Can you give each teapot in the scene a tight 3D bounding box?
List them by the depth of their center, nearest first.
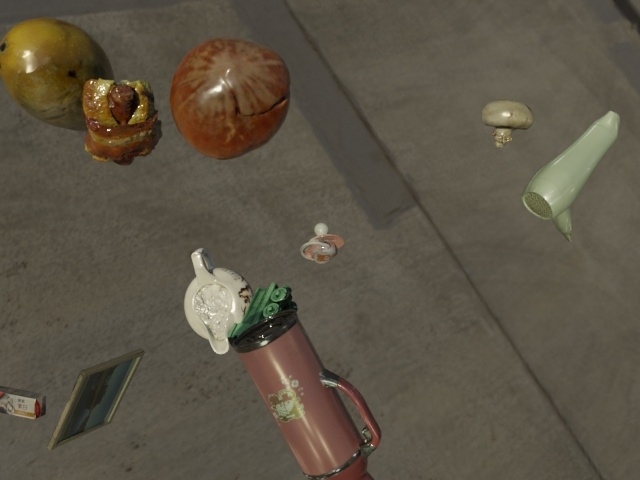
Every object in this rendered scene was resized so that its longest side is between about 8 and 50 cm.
[{"bbox_3d":[-0.304,0.167,1.943,0.299,0.208,0.166,68,23,0],"label":"teapot"}]

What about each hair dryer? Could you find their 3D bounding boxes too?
[{"bbox_3d":[0.440,-0.080,1.162,0.206,0.237,0.075,-44,54,-12],"label":"hair dryer"}]

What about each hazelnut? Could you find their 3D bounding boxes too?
[{"bbox_3d":[-0.134,-0.213,0.967,0.182,0.182,0.182,19,54,-28],"label":"hazelnut"}]

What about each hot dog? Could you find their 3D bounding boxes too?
[{"bbox_3d":[-0.365,-0.209,1.240,0.146,0.213,0.103,-8,66,-15],"label":"hot dog"}]

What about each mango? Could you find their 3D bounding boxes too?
[{"bbox_3d":[-0.495,-0.308,1.306,0.177,0.329,0.175,19,80,-2],"label":"mango"}]

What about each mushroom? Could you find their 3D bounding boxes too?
[{"bbox_3d":[0.306,-0.192,1.113,0.085,0.085,0.079,-1,101,-38],"label":"mushroom"}]

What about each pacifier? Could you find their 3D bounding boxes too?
[{"bbox_3d":[0.000,0.000,1.303,0.082,0.099,0.078,6,60,-18],"label":"pacifier"}]

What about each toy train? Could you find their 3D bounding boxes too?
[{"bbox_3d":[-0.122,0.166,1.468,0.170,0.111,0.071,-66,145,-37],"label":"toy train"}]

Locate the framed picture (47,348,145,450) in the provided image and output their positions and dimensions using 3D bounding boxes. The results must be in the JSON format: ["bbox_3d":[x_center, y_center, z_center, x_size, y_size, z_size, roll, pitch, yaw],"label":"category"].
[{"bbox_3d":[-0.313,0.221,0.943,0.011,0.149,0.109,39,25,21],"label":"framed picture"}]

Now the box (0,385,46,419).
[{"bbox_3d":[-0.777,0.394,1.667,0.039,0.218,0.055,-7,102,-70],"label":"box"}]

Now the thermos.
[{"bbox_3d":[0.001,0.269,1.044,0.136,0.109,0.330,-28,99,-7],"label":"thermos"}]
